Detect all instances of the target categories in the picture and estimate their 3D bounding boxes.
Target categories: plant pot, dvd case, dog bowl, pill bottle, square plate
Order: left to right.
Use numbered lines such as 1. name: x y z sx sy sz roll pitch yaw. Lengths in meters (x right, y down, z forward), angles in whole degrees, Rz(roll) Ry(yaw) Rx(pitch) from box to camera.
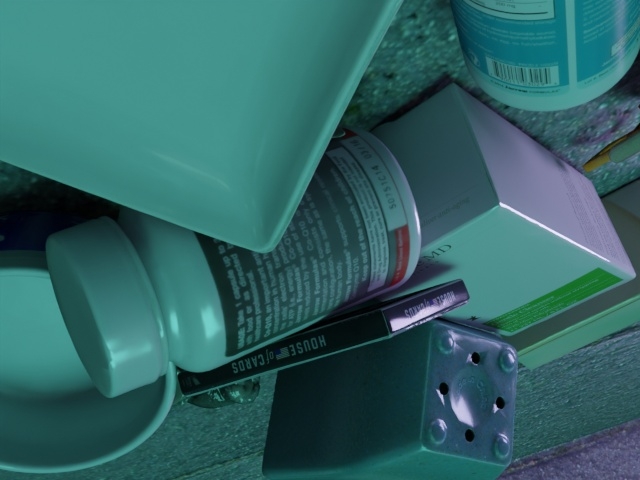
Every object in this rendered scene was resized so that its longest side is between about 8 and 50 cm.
1. dog bowl: -0.275 0.104 0.786 0.265 0.104 0.264 -4 124 -6
2. square plate: -0.133 -0.163 0.450 0.348 0.049 0.344 21 137 -9
3. pill bottle: -0.071 0.013 0.674 0.283 0.161 0.161 -21 154 -27
4. dvd case: 0.005 0.094 0.772 0.239 0.029 0.179 -22 174 31
5. plant pot: 0.108 0.200 1.014 0.247 0.247 0.252 19 159 -30
6. pill bottle: 0.156 -0.217 0.558 0.146 0.146 0.264 -23 151 7

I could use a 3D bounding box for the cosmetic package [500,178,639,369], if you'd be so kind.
1. cosmetic package: 0.395 0.045 1.136 0.310 0.160 0.113 -31 148 17

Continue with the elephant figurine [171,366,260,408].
1. elephant figurine: -0.193 0.118 0.951 0.240 0.185 0.169 13 -178 -29

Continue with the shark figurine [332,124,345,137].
1. shark figurine: -0.135 -0.091 0.639 0.278 0.116 0.166 7 143 -35

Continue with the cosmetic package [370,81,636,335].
1. cosmetic package: 0.188 -0.014 0.916 0.197 0.155 0.366 -32 150 31

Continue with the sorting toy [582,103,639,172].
1. sorting toy: 0.397 -0.168 0.822 0.196 0.047 0.348 -35 178 -41
